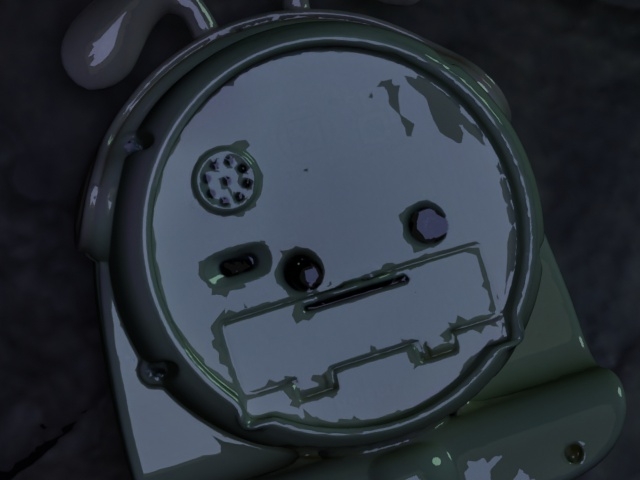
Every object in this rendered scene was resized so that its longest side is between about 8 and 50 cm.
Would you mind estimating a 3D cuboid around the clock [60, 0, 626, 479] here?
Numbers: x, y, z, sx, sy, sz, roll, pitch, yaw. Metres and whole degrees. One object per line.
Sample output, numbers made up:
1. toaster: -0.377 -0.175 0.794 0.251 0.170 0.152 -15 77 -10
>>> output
1. clock: 0.000 0.000 0.535 0.151 0.062 0.191 -17 91 -12
